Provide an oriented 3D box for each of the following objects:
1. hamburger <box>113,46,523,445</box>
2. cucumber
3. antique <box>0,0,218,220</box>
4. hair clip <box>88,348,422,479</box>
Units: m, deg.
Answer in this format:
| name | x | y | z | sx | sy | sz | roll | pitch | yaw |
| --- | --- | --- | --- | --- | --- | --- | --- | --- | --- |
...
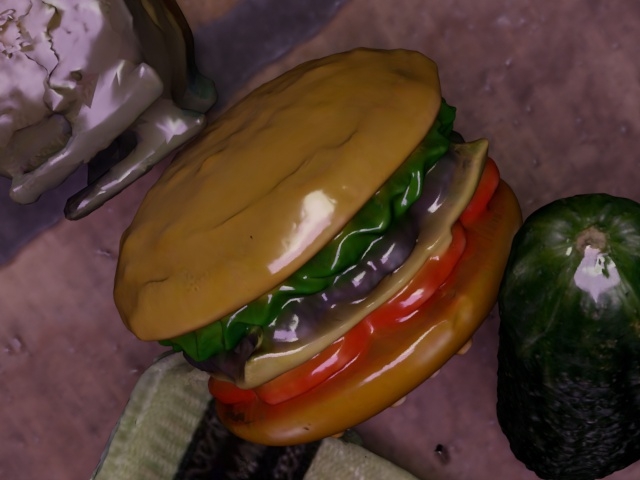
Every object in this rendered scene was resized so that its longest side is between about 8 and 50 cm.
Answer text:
| name | x | y | z | sx | sy | sz | roll | pitch | yaw |
| --- | --- | --- | --- | --- | --- | --- | --- | --- | --- |
| hamburger | 0.000 | 0.000 | 0.488 | 0.162 | 0.162 | 0.115 | -37 | 108 | 11 |
| cucumber | 0.100 | 0.041 | 0.468 | 0.074 | 0.241 | 0.075 | -3 | 71 | 8 |
| antique | -0.152 | -0.139 | 0.476 | 0.150 | 0.125 | 0.284 | -34 | 99 | 10 |
| hair clip | 0.051 | 0.163 | 0.547 | 0.321 | 0.138 | 0.091 | 26 | 141 | -3 |
